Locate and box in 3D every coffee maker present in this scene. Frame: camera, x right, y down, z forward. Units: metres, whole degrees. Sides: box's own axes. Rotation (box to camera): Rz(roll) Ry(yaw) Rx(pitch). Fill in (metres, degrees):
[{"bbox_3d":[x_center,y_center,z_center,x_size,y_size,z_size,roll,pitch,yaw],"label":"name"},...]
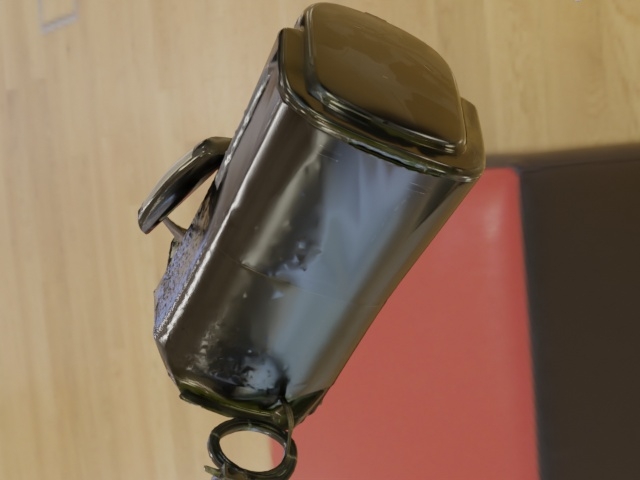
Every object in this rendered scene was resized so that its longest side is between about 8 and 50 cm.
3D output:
[{"bbox_3d":[0.000,0.000,0.545,0.178,0.120,0.171,-59,42,36],"label":"coffee maker"}]
